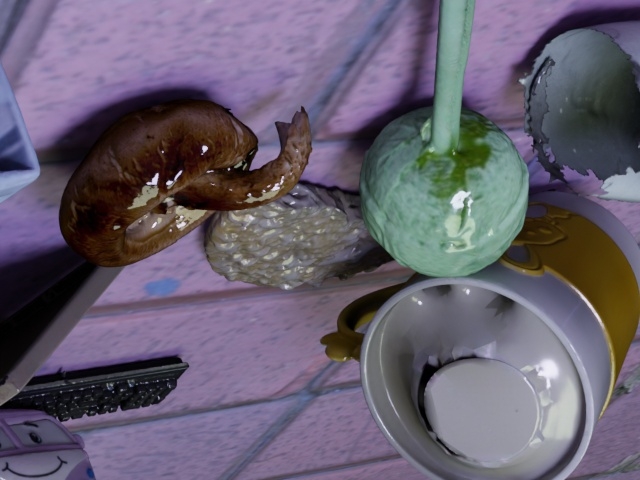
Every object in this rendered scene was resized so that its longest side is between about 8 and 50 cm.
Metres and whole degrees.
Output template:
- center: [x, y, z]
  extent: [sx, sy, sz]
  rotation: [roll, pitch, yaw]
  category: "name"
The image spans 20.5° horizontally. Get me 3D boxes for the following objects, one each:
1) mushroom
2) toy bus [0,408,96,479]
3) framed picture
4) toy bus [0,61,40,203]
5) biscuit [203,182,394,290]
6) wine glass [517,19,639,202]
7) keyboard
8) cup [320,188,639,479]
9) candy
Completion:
- center: [-0.086, -0.045, 1.113]
  extent: [0.170, 0.080, 0.135]
  rotation: [-19, 170, -4]
  category: "mushroom"
- center: [-0.278, 0.223, 1.412]
  extent: [0.142, 0.142, 0.202]
  rotation: [1, 154, -44]
  category: "toy bus"
- center: [-0.262, 0.112, 1.238]
  extent: [0.289, 0.016, 0.213]
  rotation: [-34, -168, 29]
  category: "framed picture"
- center: [-0.279, 0.006, 0.799]
  extent: [0.329, 0.109, 0.136]
  rotation: [-29, 169, 33]
  category: "toy bus"
- center: [-0.004, 0.001, 1.349]
  extent: [0.133, 0.032, 0.250]
  rotation: [-35, 155, 35]
  category: "biscuit"
- center: [0.295, -0.093, 1.257]
  extent: [0.321, 0.143, 0.143]
  rotation: [-3, 152, -32]
  category: "wine glass"
- center: [-0.225, 0.133, 1.475]
  extent: [0.230, 0.025, 0.094]
  rotation: [-7, 157, -29]
  category: "keyboard"
- center: [0.129, 0.067, 1.381]
  extent: [0.241, 0.185, 0.226]
  rotation: [7, -152, 26]
  category: "cup"
- center: [0.079, -0.113, 1.100]
  extent: [0.119, 0.119, 0.440]
  rotation: [-17, 150, -8]
  category: "candy"
